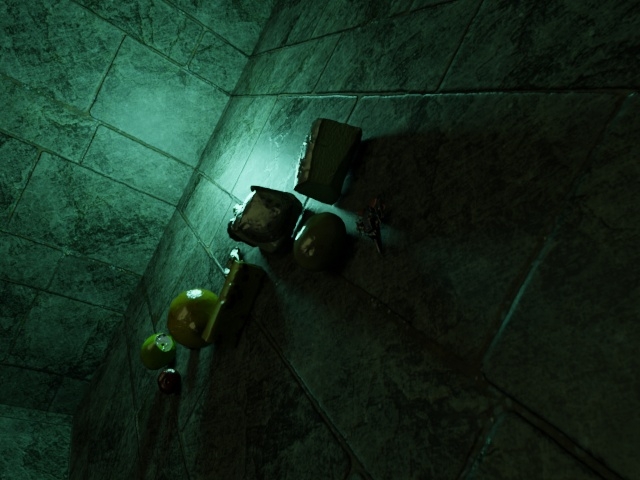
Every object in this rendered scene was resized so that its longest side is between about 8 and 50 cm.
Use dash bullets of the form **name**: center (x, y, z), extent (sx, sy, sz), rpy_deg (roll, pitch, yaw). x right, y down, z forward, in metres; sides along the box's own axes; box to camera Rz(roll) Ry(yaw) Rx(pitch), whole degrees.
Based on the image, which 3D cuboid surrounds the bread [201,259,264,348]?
- **bread**: center (-0.357, 0.261, 1.838), extent (0.077, 0.138, 0.361), rpy_deg (14, 81, 57)

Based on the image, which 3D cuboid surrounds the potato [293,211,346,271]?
- **potato**: center (0.000, 0.000, 1.469), extent (0.177, 0.160, 0.235), rpy_deg (-3, 42, 15)

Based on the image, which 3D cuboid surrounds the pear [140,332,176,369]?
- **pear**: center (-0.862, 0.595, 2.338), extent (0.220, 0.187, 0.187), rpy_deg (-49, 34, 28)

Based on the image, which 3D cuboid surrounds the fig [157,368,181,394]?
- **fig**: center (-0.744, 0.679, 2.156), extent (0.153, 0.119, 0.119), rpy_deg (-1, 68, 56)

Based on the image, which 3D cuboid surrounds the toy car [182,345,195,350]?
- **toy car**: center (-0.644, 0.489, 2.174), extent (0.170, 0.080, 0.070), rpy_deg (25, 92, 59)

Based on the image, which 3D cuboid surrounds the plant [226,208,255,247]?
- **plant**: center (-0.316, -0.059, 1.994), extent (0.256, 0.164, 0.142), rpy_deg (-14, 57, 40)

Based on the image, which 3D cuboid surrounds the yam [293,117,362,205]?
- **yam**: center (0.018, -0.280, 1.617), extent (0.201, 0.202, 0.271), rpy_deg (140, 146, -72)

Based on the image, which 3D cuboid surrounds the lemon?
- **lemon**: center (-0.547, 0.347, 1.955), extent (0.258, 0.258, 0.310), rpy_deg (-64, 24, 1)

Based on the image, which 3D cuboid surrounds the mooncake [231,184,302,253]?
- **mooncake**: center (-0.223, -0.095, 1.805), extent (0.250, 0.136, 0.254), rpy_deg (20, 84, 20)

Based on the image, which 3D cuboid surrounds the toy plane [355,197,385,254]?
- **toy plane**: center (0.156, -0.037, 1.339), extent (0.130, 0.061, 0.189), rpy_deg (-39, 39, 35)

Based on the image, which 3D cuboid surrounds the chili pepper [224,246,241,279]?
- **chili pepper**: center (-0.400, 0.110, 2.096), extent (0.108, 0.062, 0.216), rpy_deg (-38, 39, 28)

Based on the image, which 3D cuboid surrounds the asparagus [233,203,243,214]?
- **asparagus**: center (-0.375, -0.154, 2.245), extent (0.277, 0.060, 0.067), rpy_deg (3, 60, 57)
